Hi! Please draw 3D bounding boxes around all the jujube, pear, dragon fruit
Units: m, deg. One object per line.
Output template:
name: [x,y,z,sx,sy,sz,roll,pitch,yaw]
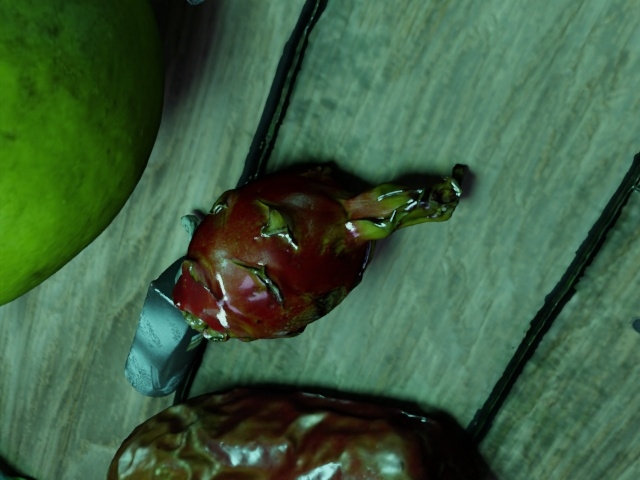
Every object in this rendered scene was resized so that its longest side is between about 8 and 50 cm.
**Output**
jujube: [-0.030,0.237,1.485,0.342,0.216,0.216,-10,126,24]
pear: [-0.267,-0.116,1.154,0.352,0.352,0.413,30,165,3]
dragon fruit: [0.000,0.000,1.276,0.246,0.125,0.125,-22,150,30]

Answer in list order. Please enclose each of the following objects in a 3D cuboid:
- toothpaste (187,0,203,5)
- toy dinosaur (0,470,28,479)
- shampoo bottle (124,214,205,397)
toothpaste: [-0.118,-0.236,1.154,0.034,0.046,0.164,-21,118,43]
toy dinosaur: [-0.367,0.150,1.663,0.374,0.144,0.500,34,146,-10]
shampoo bottle: [-0.121,0.057,1.459,0.063,0.057,0.208,36,140,7]
